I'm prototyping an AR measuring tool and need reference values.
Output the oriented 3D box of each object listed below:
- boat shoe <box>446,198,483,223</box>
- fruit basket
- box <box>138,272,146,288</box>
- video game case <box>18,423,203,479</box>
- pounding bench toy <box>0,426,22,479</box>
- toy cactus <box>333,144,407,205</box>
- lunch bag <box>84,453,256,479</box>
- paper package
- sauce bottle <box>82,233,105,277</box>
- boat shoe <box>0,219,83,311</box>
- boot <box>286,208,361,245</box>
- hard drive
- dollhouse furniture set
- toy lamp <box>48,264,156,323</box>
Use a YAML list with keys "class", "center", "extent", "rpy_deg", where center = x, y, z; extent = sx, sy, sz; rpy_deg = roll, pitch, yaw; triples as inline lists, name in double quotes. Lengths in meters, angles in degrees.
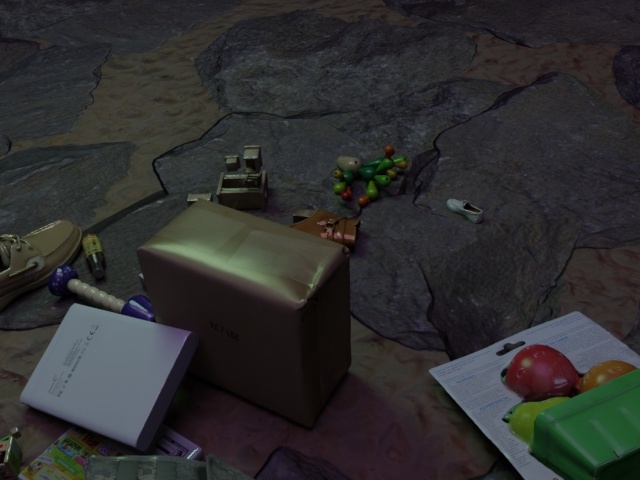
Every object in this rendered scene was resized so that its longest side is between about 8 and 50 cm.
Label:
- class: "boat shoe"
  center: [0.328, -0.076, 1.660]
  extent: [0.035, 0.035, 0.100]
  rpy_deg: [-29, 46, -26]
- class: "fruit basket"
  center: [0.404, 0.264, 1.190]
  extent: [0.327, 0.165, 0.353]
  rpy_deg: [-19, 26, -16]
- class: "box"
  center: [-0.265, 0.068, 1.551]
  extent: [0.145, 0.038, 0.186]
  rpy_deg: [30, 50, 35]
- class: "video game case"
  center: [-0.344, 0.372, 1.207]
  extent: [0.227, 0.026, 0.206]
  rpy_deg: [22, 47, 28]
- class: "pounding bench toy"
  center: [-0.541, 0.356, 1.225]
  extent: [0.065, 0.052, 0.083]
  rpy_deg: [-9, 40, -3]
- class: "toy cactus"
  center: [0.099, -0.171, 1.763]
  extent: [0.219, 0.112, 0.180]
  rpy_deg: [-36, 38, -20]
- class: "lunch bag"
  center: [-0.183, 0.407, 0.990]
  extent: [0.287, 0.168, 0.235]
  rpy_deg: [5, 12, -11]
- class: "paper package"
  center: [-0.119, 0.122, 1.259]
  extent: [0.325, 0.309, 0.168]
  rpy_deg: [18, 43, 25]
- class: "sauce bottle"
  center: [-0.498, 0.034, 1.613]
  extent: [0.042, 0.042, 0.128]
  rpy_deg: [-19, 40, -16]
- class: "boat shoe"
  center: [-0.653, 0.047, 1.561]
  extent: [0.122, 0.110, 0.341]
  rpy_deg: [20, 46, 27]
- class: "boot"
  center: [0.000, 0.000, 1.580]
  extent: [0.152, 0.073, 0.197]
  rpy_deg: [10, 45, 11]
- class: "hard drive"
  center: [-0.371, 0.227, 1.271]
  extent: [0.308, 0.040, 0.203]
  rpy_deg: [8, 63, 34]
- class: "dollhouse furniture set"
  center: [-0.223, -0.158, 1.720]
  extent: [0.182, 0.161, 0.101]
  rpy_deg: [-1, 40, 3]
- class: "toy lamp"
  center: [-0.429, 0.120, 1.475]
  extent: [0.275, 0.080, 0.080]
  rpy_deg: [20, 46, 26]
